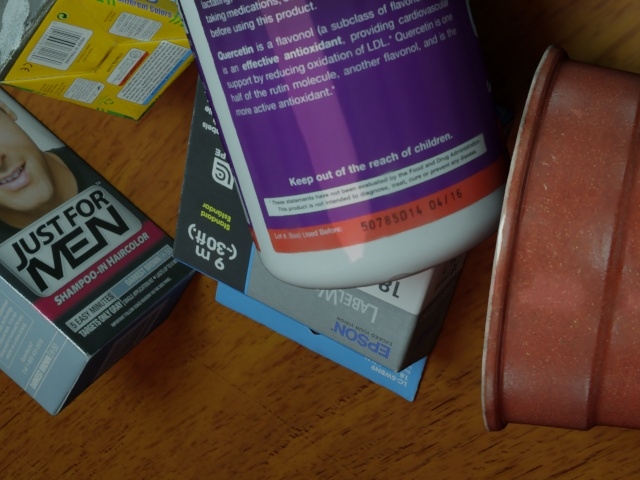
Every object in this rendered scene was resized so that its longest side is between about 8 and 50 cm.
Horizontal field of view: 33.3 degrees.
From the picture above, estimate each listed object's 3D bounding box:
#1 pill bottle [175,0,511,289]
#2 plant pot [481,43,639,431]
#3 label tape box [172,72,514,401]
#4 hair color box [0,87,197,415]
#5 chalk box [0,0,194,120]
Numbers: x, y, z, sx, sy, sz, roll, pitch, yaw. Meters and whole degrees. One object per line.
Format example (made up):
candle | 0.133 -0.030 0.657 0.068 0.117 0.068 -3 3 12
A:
pill bottle | 0.005 -0.142 0.688 0.181 0.181 0.323 -7 108 34
plant pot | 0.266 0.021 0.711 0.265 0.272 0.272 10 121 18
label tape box | 0.000 0.000 0.945 0.241 0.106 0.333 26 127 17
hair color box | -0.329 -0.024 1.078 0.374 0.185 0.113 41 130 5
chalk box | -0.183 -0.231 0.882 0.132 0.132 0.213 -38 51 42
